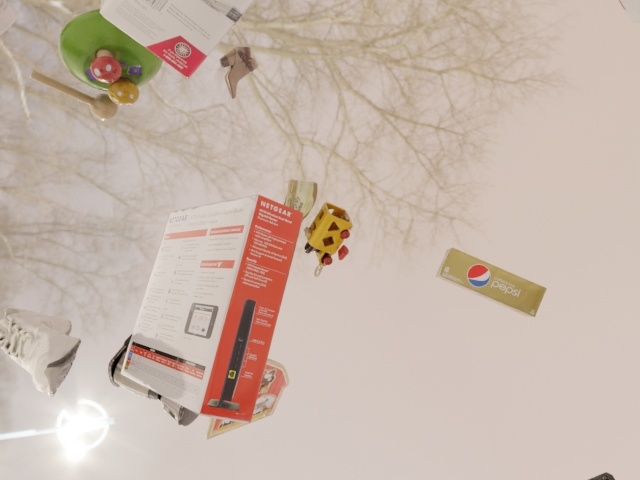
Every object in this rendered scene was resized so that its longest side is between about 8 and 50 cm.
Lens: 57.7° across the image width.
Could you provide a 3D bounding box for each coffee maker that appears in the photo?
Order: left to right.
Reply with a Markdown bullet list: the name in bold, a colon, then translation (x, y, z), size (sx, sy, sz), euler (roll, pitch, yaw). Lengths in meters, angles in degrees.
- **coffee maker**: translation (-0.278, 0.234, 1.097), size (0.178, 0.120, 0.171), euler (24, -106, 16)

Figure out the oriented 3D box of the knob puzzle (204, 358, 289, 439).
- **knob puzzle**: translation (-0.136, 0.319, 1.187), size (0.030, 0.213, 0.213), euler (44, -56, 36)

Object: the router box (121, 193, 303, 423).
- **router box**: translation (-0.182, 0.095, 0.911), size (0.335, 0.082, 0.301), euler (-2, -110, 55)

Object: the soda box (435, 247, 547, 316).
- **soda box**: translation (0.305, 0.076, 1.047), size (0.061, 0.181, 0.058), euler (62, 51, -84)

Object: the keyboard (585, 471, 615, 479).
- **keyboard**: translation (0.511, 0.514, 1.028), size (0.108, 0.023, 0.180), euler (-33, -141, 15)

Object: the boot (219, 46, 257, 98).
- **boot**: translation (-0.200, -0.425, 1.460), size (0.042, 0.087, 0.118), euler (44, -28, 51)

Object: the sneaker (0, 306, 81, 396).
- **sneaker**: translation (-0.515, 0.191, 1.038), size (0.297, 0.129, 0.111), euler (8, -110, 58)

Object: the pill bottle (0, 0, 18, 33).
- **pill bottle**: translation (-0.667, -0.476, 1.047), size (0.124, 0.221, 0.124), euler (-13, -129, 17)

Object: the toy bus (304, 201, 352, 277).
- **toy bus**: translation (0.005, -0.012, 1.703), size (0.191, 0.104, 0.202), euler (-23, -131, 59)

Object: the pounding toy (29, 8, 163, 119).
- **pounding toy**: translation (-0.393, -0.297, 1.062), size (0.237, 0.183, 0.110), euler (-31, -122, 29)

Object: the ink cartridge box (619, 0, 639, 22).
- **ink cartridge box**: translation (0.661, -0.533, 1.132), size (0.072, 0.127, 0.175), euler (28, -79, 41)

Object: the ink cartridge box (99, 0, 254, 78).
- **ink cartridge box**: translation (-0.136, -0.264, 0.598), size (0.150, 0.109, 0.063), euler (-43, -142, 18)

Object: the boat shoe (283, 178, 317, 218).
- **boat shoe**: translation (-0.098, -0.079, 1.712), size (0.104, 0.089, 0.285), euler (-93, -155, -42)
